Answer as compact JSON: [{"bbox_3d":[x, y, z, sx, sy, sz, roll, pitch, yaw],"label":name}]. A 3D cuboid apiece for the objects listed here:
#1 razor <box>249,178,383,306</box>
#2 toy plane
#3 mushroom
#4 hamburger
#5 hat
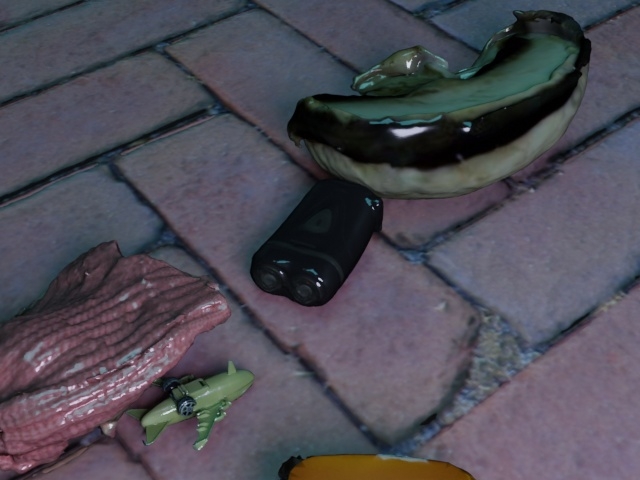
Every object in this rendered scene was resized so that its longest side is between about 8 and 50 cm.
[{"bbox_3d":[0.000,0.000,0.861,0.090,0.054,0.148,19,46,20],"label":"razor"},{"bbox_3d":[-0.105,0.134,0.735,0.111,0.040,0.102,-26,39,-22],"label":"toy plane"},{"bbox_3d":[0.142,-0.143,0.967,0.344,0.129,0.247,-28,34,-27],"label":"mushroom"},{"bbox_3d":[0.039,0.219,0.608,0.166,0.087,0.137,6,45,10],"label":"hamburger"},{"bbox_3d":[-0.228,0.110,0.716,0.237,0.107,0.286,4,35,47],"label":"hat"}]
